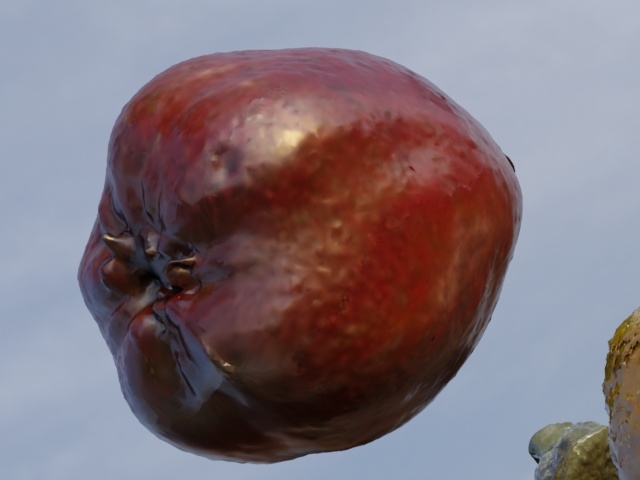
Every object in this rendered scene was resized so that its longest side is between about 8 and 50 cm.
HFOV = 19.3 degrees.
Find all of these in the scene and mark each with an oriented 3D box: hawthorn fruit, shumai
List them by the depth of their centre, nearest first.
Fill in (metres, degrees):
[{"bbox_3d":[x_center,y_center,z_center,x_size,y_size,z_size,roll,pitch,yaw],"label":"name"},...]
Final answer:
[{"bbox_3d":[0.000,0.000,0.824,0.202,0.185,0.185,-17,-35,-40],"label":"hawthorn fruit"},{"bbox_3d":[0.138,0.131,1.040,0.082,0.080,0.083,-36,-63,-22],"label":"shumai"}]

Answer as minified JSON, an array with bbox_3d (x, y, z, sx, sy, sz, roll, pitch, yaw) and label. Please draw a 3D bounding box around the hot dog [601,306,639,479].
[{"bbox_3d":[0.136,0.154,0.542,0.083,0.289,0.068,-17,-6,43],"label":"hot dog"}]
